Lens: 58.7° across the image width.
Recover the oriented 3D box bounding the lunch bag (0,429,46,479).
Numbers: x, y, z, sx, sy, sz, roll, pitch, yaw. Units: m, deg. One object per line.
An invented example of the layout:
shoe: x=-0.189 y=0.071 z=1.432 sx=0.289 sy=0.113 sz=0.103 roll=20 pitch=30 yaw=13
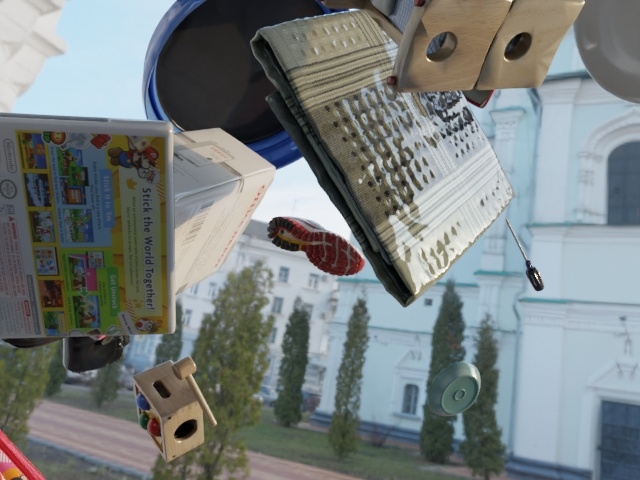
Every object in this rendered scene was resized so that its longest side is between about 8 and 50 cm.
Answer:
lunch bag: x=-0.487 y=0.341 z=0.800 sx=0.293 sy=0.120 sz=0.258 roll=45 pitch=-45 yaw=5

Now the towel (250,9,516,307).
towel: x=0.089 y=-0.123 z=0.655 sx=0.056 sy=0.312 sz=0.324 roll=-25 pitch=6 yaw=44

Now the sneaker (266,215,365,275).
sneaker: x=0.000 y=0.000 z=1.223 sx=0.225 sy=0.088 sz=0.093 roll=29 pitch=23 yaw=20

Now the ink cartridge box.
ink cartridge box: x=-0.200 y=-0.025 z=0.741 sx=0.117 sy=0.207 sz=0.283 roll=36 pitch=22 yaw=7

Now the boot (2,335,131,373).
boot: x=-0.414 y=0.159 z=0.955 sx=0.094 sy=0.246 sz=0.207 roll=34 pitch=-53 yaw=17

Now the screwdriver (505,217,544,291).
screwdriver: x=0.372 y=0.027 z=1.034 sx=0.025 sy=0.024 sz=0.169 roll=21 pitch=-33 yaw=58

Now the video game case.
video game case: x=-0.242 y=-0.005 z=0.529 sx=0.207 sy=0.226 sz=0.026 roll=1 pitch=29 yaw=-13

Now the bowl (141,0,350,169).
bowl: x=-0.115 y=-0.278 z=0.986 sx=0.391 sy=0.077 sz=0.391 roll=-19 pitch=-36 yaw=-15

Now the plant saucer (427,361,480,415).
plant saucer: x=0.258 y=0.287 z=1.077 sx=0.119 sy=0.119 sz=0.021 roll=18 pitch=11 yaw=-28

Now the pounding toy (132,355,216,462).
pounding toy: x=-0.279 y=0.309 z=1.061 sx=0.094 sy=0.206 sz=0.181 roll=-21 pitch=40 yaw=-34

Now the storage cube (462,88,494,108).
storage cube: x=0.246 y=-0.365 z=0.885 sx=0.184 sy=0.193 sz=0.215 roll=32 pitch=-22 yaw=13

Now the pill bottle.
pill bottle: x=0.417 y=-0.260 z=0.589 sx=0.283 sy=0.160 sz=0.160 roll=-27 pitch=0 yaw=-24

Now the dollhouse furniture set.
dollhouse furniture set: x=0.095 y=-0.210 z=0.360 sx=0.129 sy=0.129 sz=0.183 roll=-10 pitch=-41 yaw=-25
